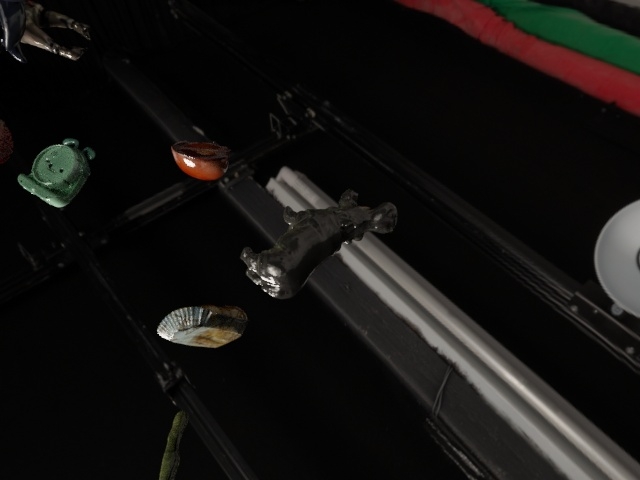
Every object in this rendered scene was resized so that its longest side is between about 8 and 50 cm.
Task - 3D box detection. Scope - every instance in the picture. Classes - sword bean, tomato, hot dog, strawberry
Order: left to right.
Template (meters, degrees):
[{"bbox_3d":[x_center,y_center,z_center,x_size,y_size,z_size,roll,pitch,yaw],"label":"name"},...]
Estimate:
[{"bbox_3d":[-0.693,-0.209,0.945,0.106,0.106,0.106,-1,-128,1],"label":"strawberry"},{"bbox_3d":[-0.332,0.496,1.021,0.043,0.038,0.269,33,-159,-22],"label":"sword bean"},{"bbox_3d":[-0.414,-0.270,1.569,0.199,0.112,0.228,7,-157,-5],"label":"tomato"},{"bbox_3d":[-0.296,0.218,1.179,0.162,0.270,0.082,-31,-114,11],"label":"hot dog"}]

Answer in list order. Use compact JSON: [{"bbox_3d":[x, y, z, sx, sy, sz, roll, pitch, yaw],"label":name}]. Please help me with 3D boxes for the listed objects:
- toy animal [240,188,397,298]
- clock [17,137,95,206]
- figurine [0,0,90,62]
[{"bbox_3d":[-0.005,-0.013,0.981,0.343,0.106,0.168,-33,-123,-14],"label":"toy animal"},{"bbox_3d":[-0.705,-0.194,1.229,0.148,0.060,0.189,25,-106,16],"label":"clock"},{"bbox_3d":[-0.453,-0.326,0.576,0.264,0.197,0.175,0,-136,6],"label":"figurine"}]
